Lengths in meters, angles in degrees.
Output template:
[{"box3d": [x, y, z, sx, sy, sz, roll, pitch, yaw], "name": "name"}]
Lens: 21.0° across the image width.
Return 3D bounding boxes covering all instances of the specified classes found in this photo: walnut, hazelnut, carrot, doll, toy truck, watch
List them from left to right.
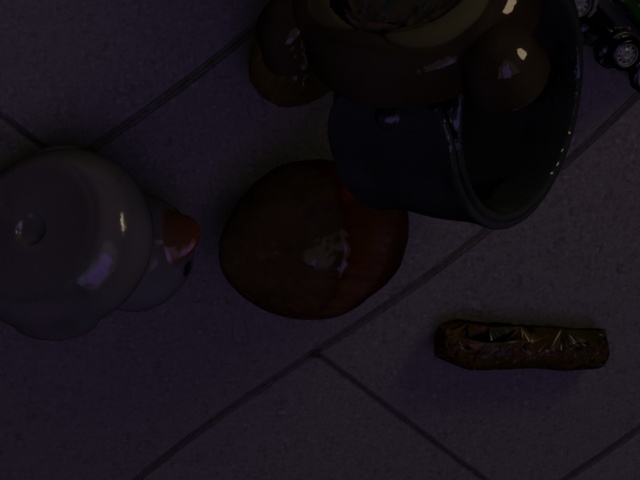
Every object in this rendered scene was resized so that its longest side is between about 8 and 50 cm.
[{"box3d": [-0.251, 0.008, 1.869, 0.251, 0.221, 0.221, -13, 123, 18], "name": "doll"}, {"box3d": [-0.025, -0.202, 1.845, 0.105, 0.105, 0.124, 18, 121, -23], "name": "walnut"}, {"box3d": [0.000, 0.000, 1.919, 0.214, 0.214, 0.176, -4, 80, -13], "name": "hazelnut"}, {"box3d": [0.151, -0.192, 1.780, 0.335, 0.314, 0.327, -64, 146, -22], "name": "watch"}, {"box3d": [0.252, 0.130, 2.126, 0.228, 0.069, 0.069, 3, 117, -19], "name": "carrot"}, {"box3d": [0.332, -0.265, 1.913, 0.125, 0.101, 0.242, -48, 122, 7], "name": "toy truck"}]
